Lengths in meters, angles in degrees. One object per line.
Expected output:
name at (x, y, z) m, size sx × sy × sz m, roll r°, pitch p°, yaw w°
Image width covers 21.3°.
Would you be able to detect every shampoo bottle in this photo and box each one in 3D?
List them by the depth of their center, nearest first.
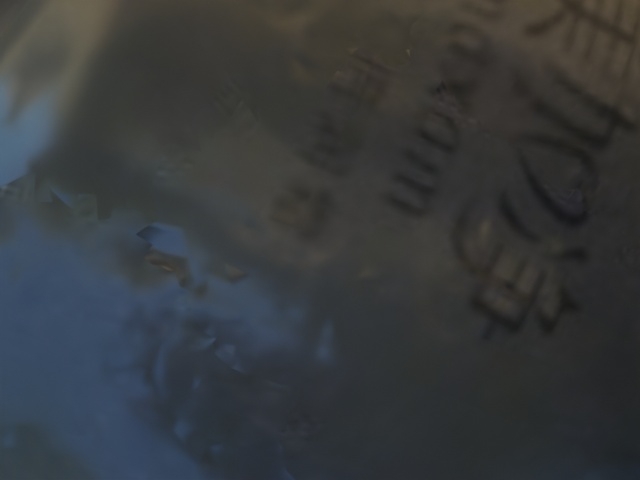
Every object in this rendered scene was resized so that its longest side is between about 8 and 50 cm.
shampoo bottle at (0.000, 0.000, 0.538) m, size 0.317 × 0.322 × 0.322 m, roll 28°, pitch 174°, yaw -19°
